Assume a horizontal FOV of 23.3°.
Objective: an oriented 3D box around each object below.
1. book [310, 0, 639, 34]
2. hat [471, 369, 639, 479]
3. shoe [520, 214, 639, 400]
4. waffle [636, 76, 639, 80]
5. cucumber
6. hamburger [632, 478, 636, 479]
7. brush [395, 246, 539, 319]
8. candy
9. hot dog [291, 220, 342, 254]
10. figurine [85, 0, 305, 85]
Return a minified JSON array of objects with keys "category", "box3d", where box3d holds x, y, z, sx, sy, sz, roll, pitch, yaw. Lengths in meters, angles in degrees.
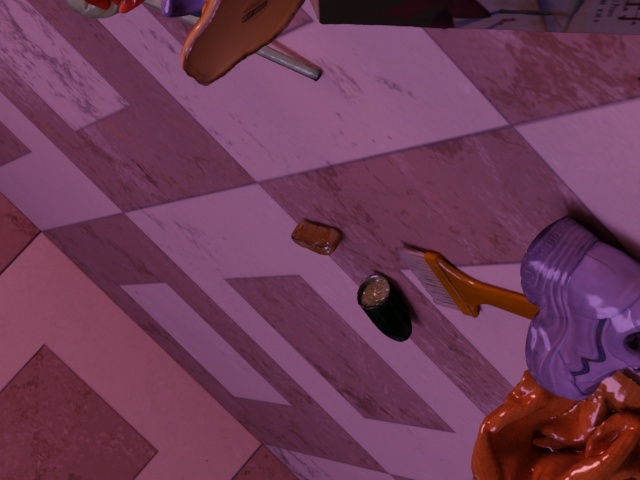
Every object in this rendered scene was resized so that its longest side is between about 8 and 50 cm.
[{"category":"book","box3d":[0.135,-0.172,0.909,0.289,0.026,0.201,1,163,2]},{"category":"hat","box3d":[0.253,0.263,1.690,0.244,0.233,0.233,31,162,33]},{"category":"shoe","box3d":[0.266,0.086,1.459,0.137,0.095,0.245,34,156,31]},{"category":"waffle","box3d":[0.319,-0.052,1.062,0.208,0.054,0.214,15,155,50]},{"category":"cucumber","box3d":[0.087,0.091,1.948,0.048,0.048,0.105,24,159,45]},{"category":"hamburger","box3d":[0.400,0.377,1.865,0.213,0.108,0.214,37,161,15]},{"category":"brush","box3d":[0.192,0.064,1.705,0.272,0.013,0.103,17,151,53]},{"category":"candy","box3d":[-0.140,-0.235,1.615,0.335,0.093,0.092,25,-158,20]},{"category":"hot dog","box3d":[0.000,0.000,1.939,0.034,0.030,0.090,42,166,-31]},{"category":"figurine","box3d":[-0.147,-0.268,1.357,0.257,0.181,0.208,44,-167,15]}]
